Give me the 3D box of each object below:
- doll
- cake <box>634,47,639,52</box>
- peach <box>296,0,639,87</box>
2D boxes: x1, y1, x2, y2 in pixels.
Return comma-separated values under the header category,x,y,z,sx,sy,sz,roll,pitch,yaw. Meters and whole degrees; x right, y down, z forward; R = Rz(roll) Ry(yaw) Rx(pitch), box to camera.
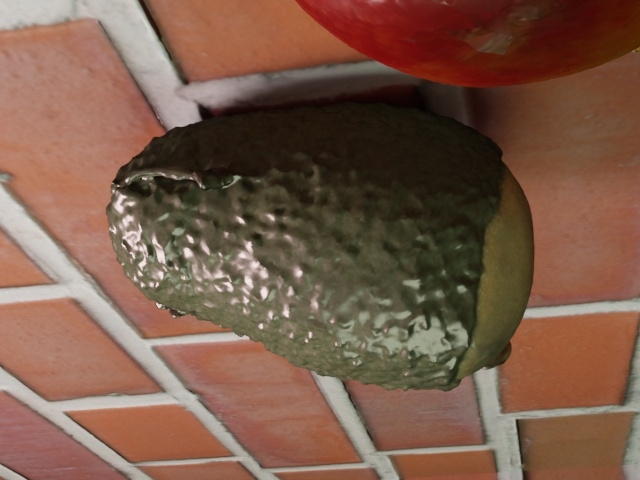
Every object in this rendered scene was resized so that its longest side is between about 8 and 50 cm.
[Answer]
category,x,y,z,sx,sy,sz,roll,pitch,yaw
doll,0.000,0.000,0.983,0.349,0.247,0.247,8,155,2
cake,0.239,-0.189,0.796,0.079,0.116,0.185,4,-173,-1
peach,0.078,-0.196,0.609,0.274,0.245,0.249,-4,129,31
